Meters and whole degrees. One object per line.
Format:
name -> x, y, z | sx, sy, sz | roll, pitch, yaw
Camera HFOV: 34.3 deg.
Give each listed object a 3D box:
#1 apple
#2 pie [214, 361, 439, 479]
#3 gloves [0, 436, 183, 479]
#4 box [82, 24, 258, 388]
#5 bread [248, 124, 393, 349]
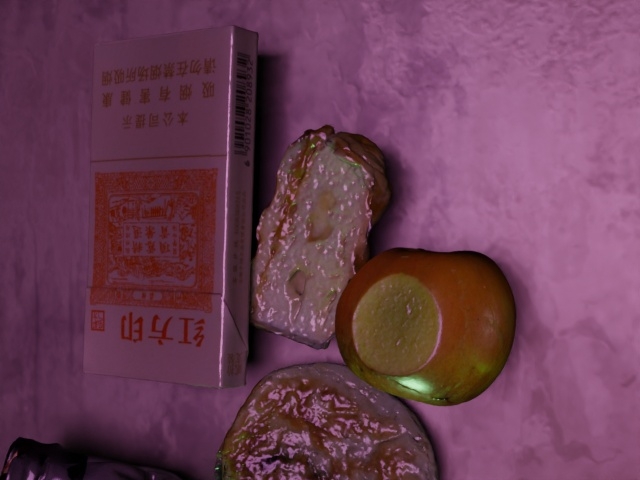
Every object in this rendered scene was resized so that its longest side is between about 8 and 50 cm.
apple -> 0.103, 0.074, 0.985 | 0.163, 0.146, 0.147 | 19, 97, 30
pie -> 0.003, 0.238, 1.062 | 0.241, 0.054, 0.240 | -1, 88, 20
gloves -> -0.206, 0.286, 1.088 | 0.285, 0.119, 0.142 | 32, 135, 1
box -> -0.162, -0.034, 1.097 | 0.205, 0.051, 0.365 | 1, 89, 34
bread -> 0.000, 0.000, 1.055 | 0.128, 0.088, 0.232 | 25, 105, 30
